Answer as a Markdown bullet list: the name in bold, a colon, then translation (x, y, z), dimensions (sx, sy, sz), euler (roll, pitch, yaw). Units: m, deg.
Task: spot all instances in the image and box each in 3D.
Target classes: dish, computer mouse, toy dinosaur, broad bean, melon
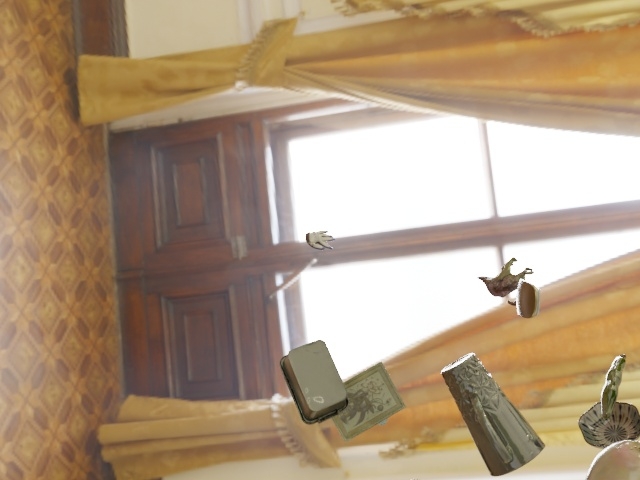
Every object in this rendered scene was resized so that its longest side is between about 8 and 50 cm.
- **dish**: translation (0.884, 0.574, 1.950), dimensions (0.066, 0.191, 0.190), euler (60, 19, -26)
- **computer mouse**: translation (0.584, 0.163, 1.836), dimensions (0.199, 0.045, 0.102), euler (-31, 125, -83)
- **toy dinosaur**: translation (0.701, 0.147, 2.399), dimensions (0.077, 0.162, 0.294), euler (41, -4, -15)
- **broad bean**: translation (0.853, 0.408, 1.877), dimensions (0.297, 0.043, 0.060), euler (-44, 135, -45)
- **melon**: translation (0.819, 0.689, 1.724), dimensions (0.223, 0.223, 0.317), euler (-69, 164, -70)

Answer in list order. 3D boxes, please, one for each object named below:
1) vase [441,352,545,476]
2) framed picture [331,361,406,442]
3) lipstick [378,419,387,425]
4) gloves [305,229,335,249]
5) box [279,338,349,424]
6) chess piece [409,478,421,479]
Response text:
- **vase**: translation (0.424, 0.439, 1.622), dimensions (0.301, 0.156, 0.251), euler (59, 14, 9)
- **framed picture**: translation (0.136, 0.515, 2.064), dimensions (0.173, 0.231, 0.010), euler (60, -3, 1)
- **lipstick**: translation (0.198, 0.588, 2.227), dimensions (0.158, 0.048, 0.048), euler (-116, -162, -85)
- **gloves**: translation (0.000, 0.000, 1.859), dimensions (0.026, 0.086, 0.064), euler (125, -42, -57)
- **box**: translation (-0.016, 0.420, 1.960), dimensions (0.135, 0.163, 0.243), euler (103, -34, -65)
- **chess piece**: translation (0.340, 0.867, 2.001), dimensions (0.397, 0.117, 0.117), euler (61, 23, -45)
